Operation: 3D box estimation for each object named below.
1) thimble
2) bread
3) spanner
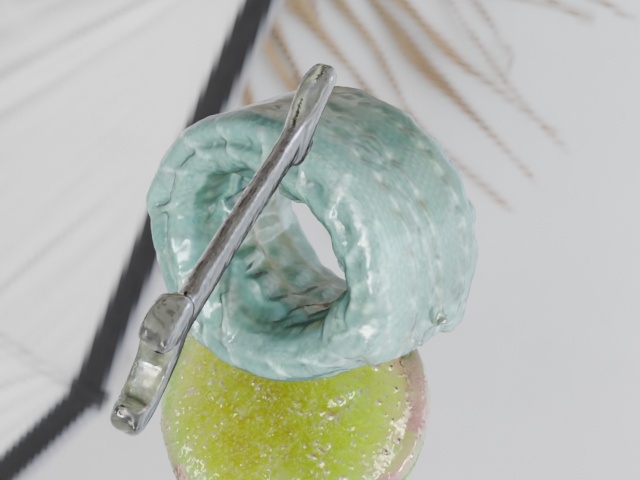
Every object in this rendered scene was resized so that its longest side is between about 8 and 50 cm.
[{"bbox_3d":[0.000,0.000,1.282,0.235,0.198,0.143,38,-143,26],"label":"thimble"},{"bbox_3d":[-0.024,0.131,1.432,0.228,0.228,0.033,19,168,20],"label":"bread"},{"bbox_3d":[-0.033,-0.007,0.736,0.015,0.054,0.254,21,-146,5],"label":"spanner"}]
